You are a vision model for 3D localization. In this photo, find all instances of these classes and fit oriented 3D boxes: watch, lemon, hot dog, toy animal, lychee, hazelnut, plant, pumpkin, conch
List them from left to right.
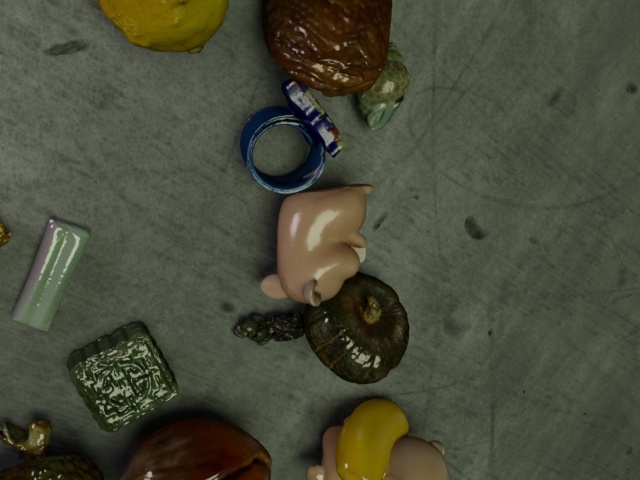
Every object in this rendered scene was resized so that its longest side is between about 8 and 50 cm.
[{"bbox_3d":[-0.549,0.537,1.332,0.270,0.320,0.270,-10,136,-10],"label":"lychee"},{"bbox_3d":[-0.275,-0.455,1.139,0.233,0.233,0.288,-32,116,-12],"label":"lemon"},{"bbox_3d":[-0.264,0.570,1.439,0.372,0.372,0.315,22,134,-29],"label":"hazelnut"},{"bbox_3d":[-0.109,0.200,1.525,0.174,0.087,0.085,-1,132,-20],"label":"plant"},{"bbox_3d":[-0.069,-0.202,1.368,0.200,0.171,0.196,-40,108,5],"label":"watch"},{"bbox_3d":[0.001,0.004,1.430,0.213,0.195,0.256,1,89,-36],"label":"toy animal"},{"bbox_3d":[0.030,-0.463,1.294,0.267,0.174,0.387,9,83,-22],"label":"hot dog"},{"bbox_3d":[0.087,0.183,1.507,0.260,0.260,0.189,11,139,-27],"label":"pumpkin"},{"bbox_3d":[0.142,0.565,1.696,0.345,0.277,0.247,25,125,-19],"label":"toy animal"},{"bbox_3d":[0.131,-0.325,1.442,0.116,0.106,0.173,-16,134,-43],"label":"conch"}]

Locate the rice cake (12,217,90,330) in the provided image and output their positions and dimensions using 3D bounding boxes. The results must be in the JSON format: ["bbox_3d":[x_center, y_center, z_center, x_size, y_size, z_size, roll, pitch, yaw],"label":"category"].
[{"bbox_3d":[-0.527,0.068,1.306,0.080,0.042,0.221,21,98,-30],"label":"rice cake"}]

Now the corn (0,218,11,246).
[{"bbox_3d":[-0.668,0.013,1.208,0.207,0.068,0.068,-21,115,-16],"label":"corn"}]

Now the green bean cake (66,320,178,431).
[{"bbox_3d":[-0.413,0.287,1.408,0.183,0.094,0.185,-27,111,-13],"label":"green bean cake"}]
